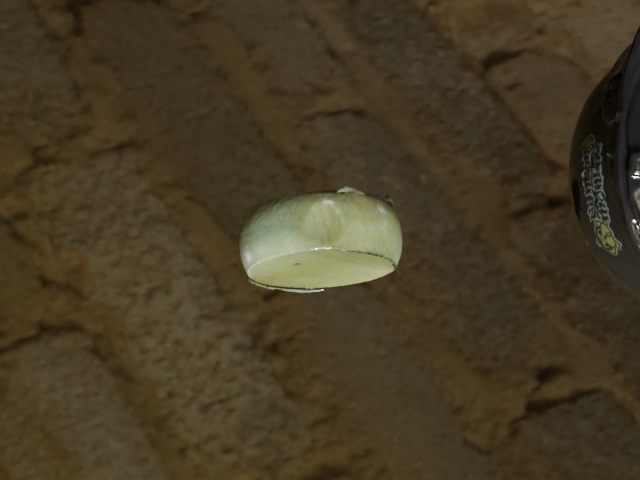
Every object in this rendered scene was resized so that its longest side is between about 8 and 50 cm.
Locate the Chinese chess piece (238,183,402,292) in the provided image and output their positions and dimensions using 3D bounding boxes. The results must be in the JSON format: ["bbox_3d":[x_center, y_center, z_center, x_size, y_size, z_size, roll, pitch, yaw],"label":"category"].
[{"bbox_3d":[0.000,0.000,1.706,0.188,0.188,0.083,-29,61,58],"label":"Chinese chess piece"}]

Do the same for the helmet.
[{"bbox_3d":[0.305,-0.063,1.274,0.160,0.231,0.278,-17,86,62],"label":"helmet"}]
